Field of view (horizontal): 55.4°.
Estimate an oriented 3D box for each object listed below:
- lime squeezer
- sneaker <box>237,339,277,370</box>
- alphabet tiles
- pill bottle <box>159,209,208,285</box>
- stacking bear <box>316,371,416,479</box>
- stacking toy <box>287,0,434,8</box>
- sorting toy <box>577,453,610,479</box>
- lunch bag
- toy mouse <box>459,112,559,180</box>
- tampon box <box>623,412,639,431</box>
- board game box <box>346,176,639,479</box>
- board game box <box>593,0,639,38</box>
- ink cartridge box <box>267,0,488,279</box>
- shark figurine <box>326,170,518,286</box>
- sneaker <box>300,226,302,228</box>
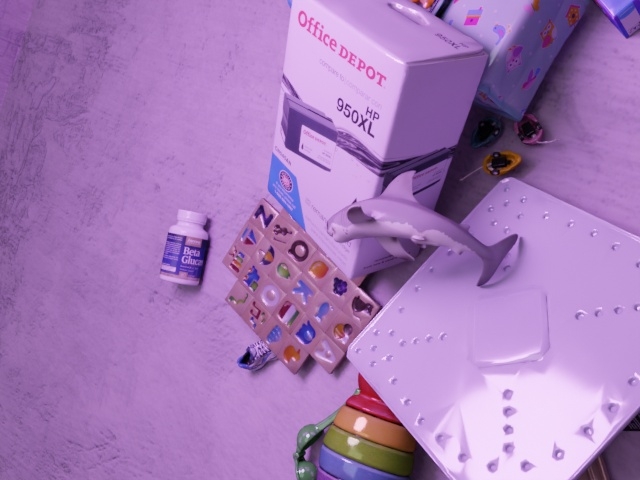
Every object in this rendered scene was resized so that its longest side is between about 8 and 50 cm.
[{"bbox_3d":[0.000,0.416,1.141,0.110,0.059,0.310,13,88,10],"label":"lime squeezer"},{"bbox_3d":[-0.120,0.230,1.260,0.135,0.058,0.052,-43,58,24],"label":"sneaker"},{"bbox_3d":[-0.050,0.083,1.199,0.342,0.011,0.285,42,110,25],"label":"alphabet tiles"},{"bbox_3d":[-0.318,0.016,1.439,0.094,0.094,0.169,10,88,40],"label":"pill bottle"},{"bbox_3d":[0.088,0.321,1.012,0.175,0.164,0.289,18,79,4],"label":"stacking bear"},{"bbox_3d":[0.103,-0.481,1.174,0.302,0.166,0.175,13,76,28],"label":"stacking toy"},{"bbox_3d":[0.289,0.412,0.909,0.307,0.041,0.229,-24,71,34],"label":"sorting toy"},{"bbox_3d":[0.256,-0.349,1.002,0.262,0.160,0.223,42,106,47],"label":"lunch bag"},{"bbox_3d":[0.308,-0.172,1.004,0.161,0.031,0.143,-11,62,32],"label":"toy mouse"},{"bbox_3d":[0.379,0.180,0.812,0.161,0.101,0.120,-11,50,38],"label":"tampon box"},{"bbox_3d":[0.266,0.129,0.840,0.390,0.050,0.390,-48,37,0],"label":"board game box"},{"bbox_3d":[0.458,-0.516,0.921,0.233,0.078,0.347,-38,60,27],"label":"board game box"},{"bbox_3d":[0.066,-0.182,1.011,0.285,0.166,0.394,47,141,35],"label":"ink cartridge box"},{"bbox_3d":[0.141,-0.037,0.855,0.278,0.166,0.116,13,69,13],"label":"shark figurine"},{"bbox_3d":[0.000,0.000,1.207,0.166,0.065,0.076,7,90,41],"label":"sneaker"}]
